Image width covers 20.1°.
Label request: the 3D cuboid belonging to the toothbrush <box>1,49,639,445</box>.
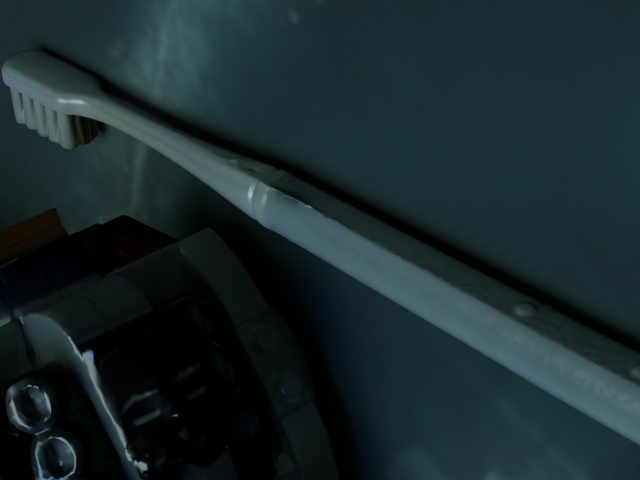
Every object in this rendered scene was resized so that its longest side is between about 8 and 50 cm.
[{"bbox_3d":[0.000,-0.002,0.635,0.342,0.025,0.030,26,135,36],"label":"toothbrush"}]

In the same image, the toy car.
[{"bbox_3d":[-0.053,0.135,0.641,0.118,0.193,0.301,-20,94,50],"label":"toy car"}]
